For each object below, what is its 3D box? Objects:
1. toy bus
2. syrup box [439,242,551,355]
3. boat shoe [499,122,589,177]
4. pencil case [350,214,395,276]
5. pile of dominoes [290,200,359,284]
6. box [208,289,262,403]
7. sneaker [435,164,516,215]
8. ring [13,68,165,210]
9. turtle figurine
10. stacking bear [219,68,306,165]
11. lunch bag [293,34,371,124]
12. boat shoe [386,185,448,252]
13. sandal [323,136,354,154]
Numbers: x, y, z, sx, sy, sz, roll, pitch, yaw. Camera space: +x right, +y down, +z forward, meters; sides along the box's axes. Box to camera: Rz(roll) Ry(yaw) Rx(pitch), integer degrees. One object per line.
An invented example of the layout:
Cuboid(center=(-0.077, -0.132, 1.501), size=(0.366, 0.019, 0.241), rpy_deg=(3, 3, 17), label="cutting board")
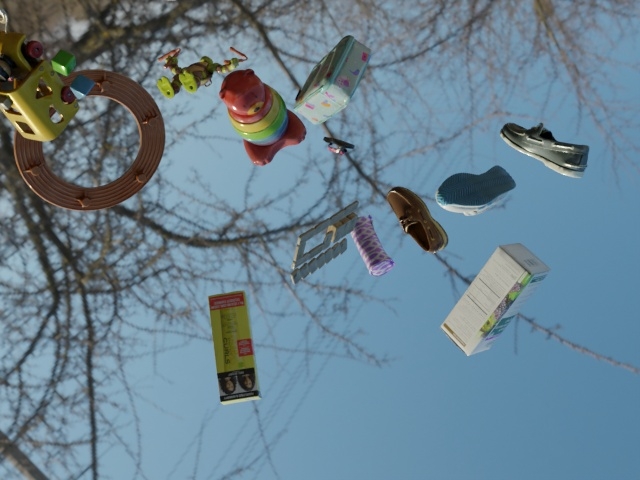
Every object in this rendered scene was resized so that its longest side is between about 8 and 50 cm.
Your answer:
Cuboid(center=(-0.488, -0.252, 1.303), size=(0.104, 0.202, 0.191), rpy_deg=(-62, -167, -26), label="toy bus")
Cuboid(center=(0.364, 0.124, 1.689), size=(0.096, 0.093, 0.236), rpy_deg=(46, -59, 29), label="syrup box")
Cuboid(center=(0.651, -0.287, 2.332), size=(0.116, 0.099, 0.319), rpy_deg=(-3, -150, -33), label="boat shoe")
Cuboid(center=(0.161, 0.016, 2.568), size=(0.088, 0.086, 0.206), rpy_deg=(-25, -121, 3), label="pencil case")
Cuboid(center=(0.000, 0.000, 2.100), size=(0.040, 0.196, 0.251), rpy_deg=(38, -134, 22), label="pile of dominoes")
Cuboid(center=(-0.184, 0.229, 1.723), size=(0.087, 0.232, 0.058), rpy_deg=(-8, 162, -1), label="box")
Cuboid(center=(0.310, -0.088, 1.657), size=(0.229, 0.087, 0.092), rpy_deg=(-13, 153, -44), label="sneaker")
Cuboid(center=(-0.505, -0.214, 1.794), size=(0.337, 0.336, 0.032), rpy_deg=(-37, -141, -9), label="ring")
Cuboid(center=(-0.341, -0.439, 2.120), size=(0.270, 0.087, 0.217), rpy_deg=(6, -148, 17), label="turtle figurine")
Cuboid(center=(-0.171, -0.342, 2.094), size=(0.175, 0.289, 0.164), rpy_deg=(-33, -111, 2), label="stacking bear")
Cuboid(center=(0.033, -0.483, 2.418), size=(0.279, 0.108, 0.224), rpy_deg=(-21, -137, 62), label="lunch bag")
Cuboid(center=(0.205, -0.046, 1.763), size=(0.060, 0.178, 0.064), rpy_deg=(-23, 158, -45), label="boat shoe")
Cuboid(center=(0.049, -0.268, 2.306), size=(0.179, 0.067, 0.040), rpy_deg=(-146, -106, -71), label="sandal")
